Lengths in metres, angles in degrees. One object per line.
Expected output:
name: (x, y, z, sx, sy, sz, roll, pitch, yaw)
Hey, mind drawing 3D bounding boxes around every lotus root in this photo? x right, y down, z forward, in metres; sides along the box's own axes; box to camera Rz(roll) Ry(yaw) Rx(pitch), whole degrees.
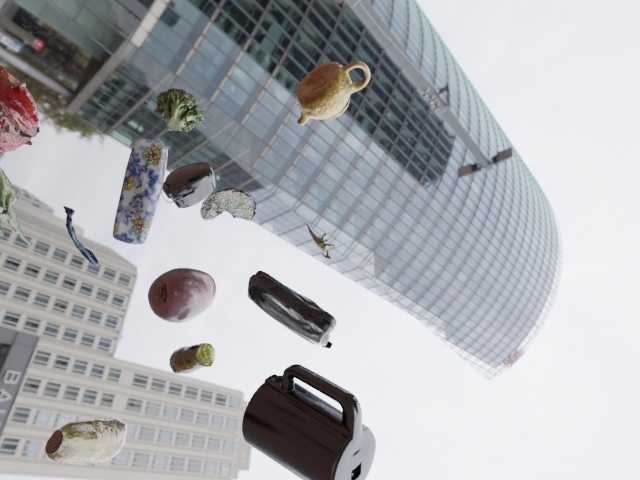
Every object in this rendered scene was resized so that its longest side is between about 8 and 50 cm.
lotus root: (-0.536, 0.472, 1.020, 0.097, 0.258, 0.110, 38, -100, 19)

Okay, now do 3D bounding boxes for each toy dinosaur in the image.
toy dinosaur: (-0.875, -0.185, 1.162, 0.447, 0.087, 0.301, 109, -37, -57)
toy dinosaur: (0.004, -0.001, 1.146, 0.041, 0.113, 0.026, -26, -166, 24)

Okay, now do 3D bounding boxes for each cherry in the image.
cherry: (-0.559, 0.220, 1.794, 0.261, 0.307, 0.221, -16, -91, 32)

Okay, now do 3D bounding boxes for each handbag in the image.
handbag: (-0.091, 0.228, 1.420, 0.075, 0.332, 0.192, -52, 168, -37)

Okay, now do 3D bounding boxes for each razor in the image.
razor: (-0.538, -0.003, 0.975, 0.044, 0.155, 0.028, 16, -140, 37)

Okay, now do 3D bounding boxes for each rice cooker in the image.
rice cooker: (-0.475, -0.200, 1.584, 0.202, 0.118, 0.142, -32, -132, -13)

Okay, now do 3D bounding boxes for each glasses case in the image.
glasses case: (-0.421, -0.113, 1.026, 0.065, 0.086, 0.248, -162, -95, -68)

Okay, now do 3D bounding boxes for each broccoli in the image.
broccoli: (-0.448, -0.415, 1.387, 0.162, 0.145, 0.138, -32, -137, 40)

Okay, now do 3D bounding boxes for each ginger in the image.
ginger: (-0.514, 0.467, 1.716, 0.262, 0.116, 0.110, -21, -110, 41)

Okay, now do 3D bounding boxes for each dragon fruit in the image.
dragon fruit: (-1.095, -0.447, 1.465, 0.100, 0.282, 0.344, -17, -120, 53)

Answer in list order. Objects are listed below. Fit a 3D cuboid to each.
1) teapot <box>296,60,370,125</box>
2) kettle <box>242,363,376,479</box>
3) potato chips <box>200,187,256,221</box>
teapot: (0.039, -0.507, 1.531, 0.311, 0.167, 0.204, -28, -135, 19)
kettle: (-0.019, 0.472, 1.126, 0.307, 0.203, 0.263, 12, -101, 40)
potato chips: (-0.359, -0.127, 1.690, 0.219, 0.202, 0.029, -14, -124, 0)
